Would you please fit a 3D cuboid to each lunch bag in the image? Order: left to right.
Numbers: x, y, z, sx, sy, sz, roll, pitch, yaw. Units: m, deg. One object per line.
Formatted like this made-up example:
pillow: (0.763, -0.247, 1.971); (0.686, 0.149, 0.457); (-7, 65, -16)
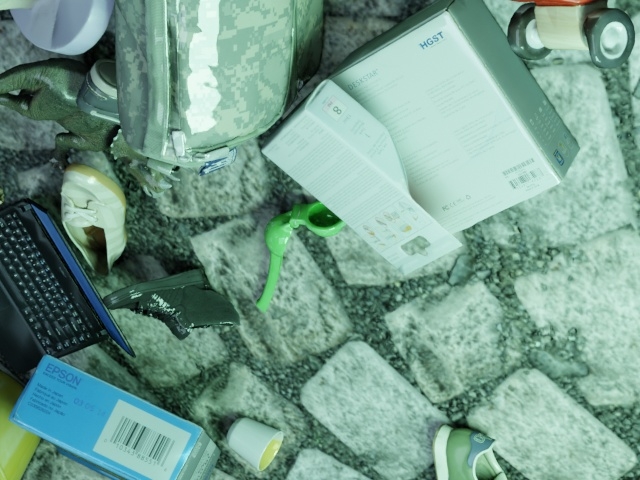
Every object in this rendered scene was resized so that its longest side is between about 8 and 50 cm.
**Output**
lunch bag: (-0.127, -0.255, 1.674); (0.212, 0.256, 0.305); (14, 124, 17)

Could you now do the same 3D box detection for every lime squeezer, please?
lime squeezer: (0.000, 0.000, 1.894); (0.310, 0.059, 0.110); (-29, 104, 34)

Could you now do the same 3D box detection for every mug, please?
mug: (-0.096, 0.282, 2.108); (0.064, 0.062, 0.078); (28, 121, 17)

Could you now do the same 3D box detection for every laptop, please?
laptop: (-0.392, 0.077, 2.070); (0.264, 0.136, 0.234); (-22, 108, 21)

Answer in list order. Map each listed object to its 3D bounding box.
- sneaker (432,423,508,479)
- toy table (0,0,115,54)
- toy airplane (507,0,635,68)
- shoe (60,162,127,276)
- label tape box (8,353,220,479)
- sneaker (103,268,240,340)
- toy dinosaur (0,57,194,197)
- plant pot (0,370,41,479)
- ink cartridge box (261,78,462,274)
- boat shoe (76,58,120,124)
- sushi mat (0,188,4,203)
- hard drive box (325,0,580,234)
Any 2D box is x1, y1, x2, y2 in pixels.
sneaker: (0.205, 0.330, 1.988); (0.086, 0.064, 0.192); (2, 116, 30)
toy table: (-0.354, -0.323, 1.711); (0.274, 0.161, 0.252); (38, 112, 47)
toy airplane: (0.148, -0.331, 1.443); (0.386, 0.384, 0.272); (13, 94, 12)
shoe: (-0.288, -0.024, 1.953); (0.076, 0.058, 0.219); (12, 153, 10)
label tape box: (-0.272, 0.279, 2.130); (0.240, 0.106, 0.334); (24, 167, 8)
sneaker: (-0.194, 0.091, 1.993); (0.051, 0.170, 0.089); (-24, 82, 60)
toy dinosaur: (-0.307, -0.172, 1.869); (0.160, 0.121, 0.313); (-19, 135, 35)
plant pot: (-0.536, 0.314, 2.220); (0.254, 0.239, 0.254); (11, 123, 18)
ink cartridge box: (0.053, -0.070, 1.748); (0.232, 0.066, 0.189); (37, 160, -7)
boat shoe: (-0.199, -0.158, 1.833); (0.206, 0.075, 0.065); (18, 131, -38)
sushi mat: (-0.589, -0.052, 2.162); (0.316, 0.019, 0.151); (-28, 105, 36)
hard drive box: (0.150, -0.142, 1.715); (0.181, 0.089, 0.232); (-26, 106, 35)
